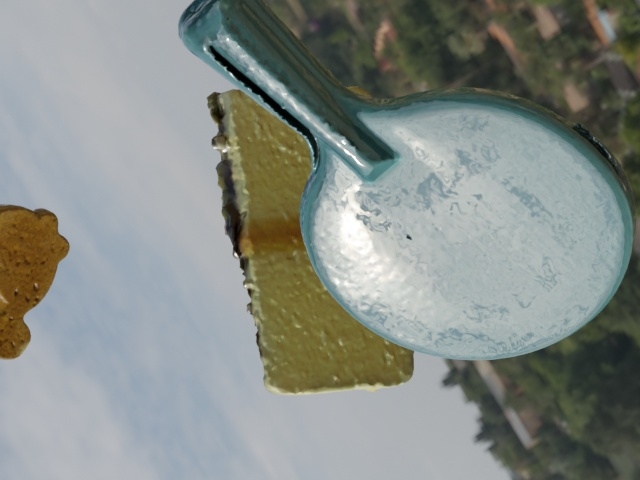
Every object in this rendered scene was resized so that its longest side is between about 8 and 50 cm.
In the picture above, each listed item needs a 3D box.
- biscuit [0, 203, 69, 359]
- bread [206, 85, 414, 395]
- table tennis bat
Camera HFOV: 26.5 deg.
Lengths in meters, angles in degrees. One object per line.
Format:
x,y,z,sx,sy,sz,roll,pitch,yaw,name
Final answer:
-0.356,0.055,1.428,0.036,0.225,0.166,16,162,42,biscuit
0.000,0.000,1.162,0.178,0.141,0.266,29,-126,-81,bread
0.029,-0.024,0.505,0.201,0.124,0.033,39,-148,-21,table tennis bat
